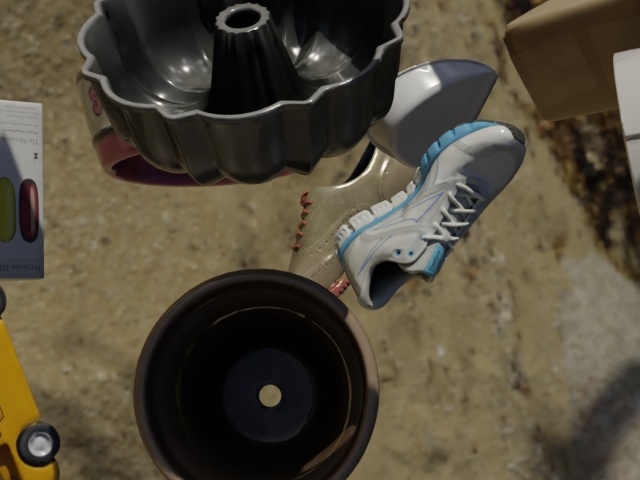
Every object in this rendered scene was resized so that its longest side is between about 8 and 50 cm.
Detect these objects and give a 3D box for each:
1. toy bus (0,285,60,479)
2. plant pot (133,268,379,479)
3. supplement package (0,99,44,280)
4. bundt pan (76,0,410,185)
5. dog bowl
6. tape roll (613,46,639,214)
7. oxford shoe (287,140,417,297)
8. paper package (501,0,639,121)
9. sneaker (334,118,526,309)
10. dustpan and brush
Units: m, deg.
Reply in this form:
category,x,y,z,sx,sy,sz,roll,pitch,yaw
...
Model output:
category,x,y,z,sx,sy,sz,roll,pitch,yaw
toy bus,-0.410,0.138,1.632,0.108,0.130,0.332,9,-60,65
plant pot,-0.065,0.170,1.597,0.229,0.263,0.263,76,-1,-84
supplement package,-0.470,-0.065,1.953,0.139,0.134,0.244,0,87,-42
bundt pan,-0.069,-0.173,1.425,0.331,0.331,0.124,-85,169,-47
dog bowl,-0.170,-0.185,2.195,0.408,0.408,0.150,18,67,-68
tape roll,0.392,-0.083,1.390,0.246,0.169,0.246,-12,90,-73
oxford shoe,0.000,0.000,1.918,0.348,0.123,0.130,-46,102,-20
paper package,0.489,-0.318,2.047,0.309,0.325,0.168,-31,102,-27
sneaker,0.091,-0.012,1.096,0.071,0.191,0.083,27,34,-31
dustpan and brush,0.081,-0.143,1.575,0.211,0.147,0.060,-7,45,-40
